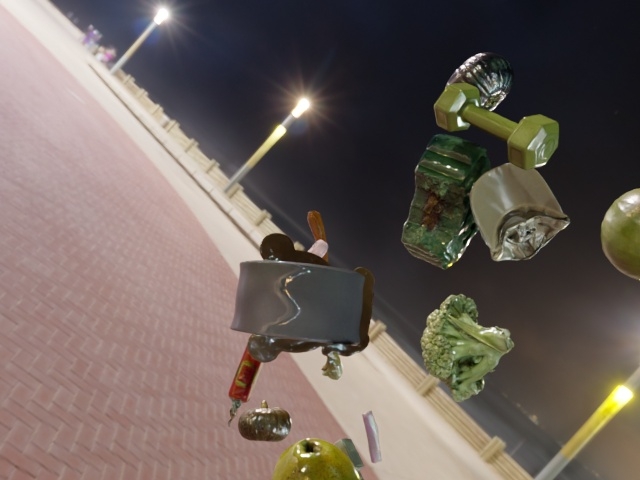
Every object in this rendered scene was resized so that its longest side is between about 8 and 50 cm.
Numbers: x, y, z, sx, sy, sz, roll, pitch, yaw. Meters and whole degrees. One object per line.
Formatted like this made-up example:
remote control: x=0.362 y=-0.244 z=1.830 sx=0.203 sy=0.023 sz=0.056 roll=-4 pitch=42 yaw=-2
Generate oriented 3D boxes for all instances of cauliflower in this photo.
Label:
cauliflower: x=0.457 y=0.329 z=1.667 sx=0.281 sy=0.327 sz=0.260 roll=-1 pitch=-8 yaw=28

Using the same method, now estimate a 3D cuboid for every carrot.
carrot: x=0.000 y=0.000 z=1.850 sx=0.048 sy=0.048 sz=0.216 roll=-137 pitch=-149 yaw=-74

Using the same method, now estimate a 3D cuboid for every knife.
knife: x=-0.074 y=0.098 z=1.844 sx=0.043 sy=0.081 sz=0.336 roll=36 pitch=-42 yaw=-10

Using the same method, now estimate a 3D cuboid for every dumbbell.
dumbbell: x=0.399 y=-0.269 z=1.257 sx=0.302 sy=0.108 sz=0.121 roll=41 pitch=-16 yaw=40

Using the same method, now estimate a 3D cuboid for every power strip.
power strip: x=0.109 y=0.761 z=1.872 sx=0.075 sy=0.042 sz=0.175 roll=24 pitch=28 yaw=-52

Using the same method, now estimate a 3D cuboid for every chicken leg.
chicken leg: x=0.037 y=0.453 z=2.053 sx=0.070 sy=0.093 sz=0.178 roll=26 pitch=-46 yaw=45

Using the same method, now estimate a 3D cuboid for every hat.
hat: x=0.502 y=-0.069 z=1.414 sx=0.149 sy=0.214 sz=0.244 roll=36 pitch=30 yaw=-78

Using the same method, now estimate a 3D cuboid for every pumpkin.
pumpkin: x=-0.222 y=0.735 z=2.217 sx=0.219 sy=0.219 sz=0.162 roll=42 pitch=44 yaw=-63
pumpkin: x=0.439 y=-0.421 z=1.500 sx=0.140 sy=0.202 sz=0.202 roll=52 pitch=4 yaw=21

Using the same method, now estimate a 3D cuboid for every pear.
pear: x=-0.018 y=0.738 z=1.627 sx=0.294 sy=0.294 sz=0.294 roll=42 pitch=0 yaw=0

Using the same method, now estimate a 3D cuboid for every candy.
candy: x=-0.191 y=0.345 z=1.435 sx=0.059 sy=0.292 sz=0.086 roll=18 pitch=-16 yaw=4

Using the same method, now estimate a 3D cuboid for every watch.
watch: x=-0.023 y=0.138 z=1.217 sx=0.335 sy=0.314 sz=0.327 roll=8 pitch=-7 yaw=-6

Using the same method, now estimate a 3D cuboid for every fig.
fig: x=1.015 y=-0.034 z=1.686 sx=0.316 sy=0.316 sz=0.316 roll=42 pitch=0 yaw=0

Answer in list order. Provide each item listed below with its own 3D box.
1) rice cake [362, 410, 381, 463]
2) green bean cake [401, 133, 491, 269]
rice cake: x=0.188 y=0.718 z=1.994 sx=0.036 sy=0.047 sz=0.206 roll=-162 pitch=-120 yaw=-68
green bean cake: x=0.358 y=-0.101 z=1.538 sx=0.169 sy=0.308 sz=0.300 roll=27 pitch=-10 yaw=32
